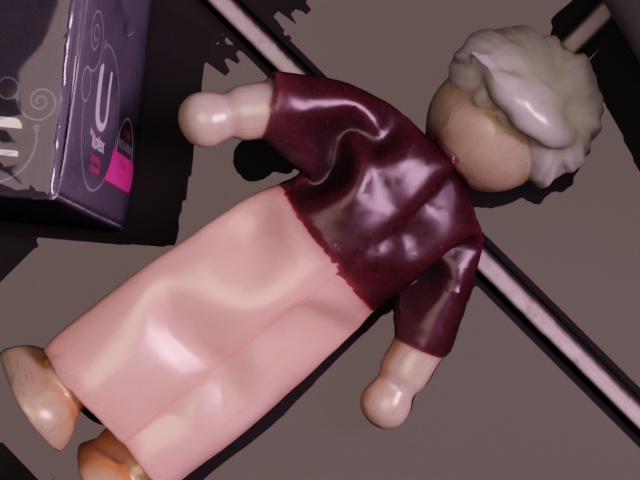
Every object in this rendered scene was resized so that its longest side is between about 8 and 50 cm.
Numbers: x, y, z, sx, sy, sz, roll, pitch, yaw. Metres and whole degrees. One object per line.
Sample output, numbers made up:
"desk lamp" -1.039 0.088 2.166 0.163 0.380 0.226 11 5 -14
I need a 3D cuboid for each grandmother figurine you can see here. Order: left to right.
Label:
"grandmother figurine" 0.000 0.000 0.825 0.342 0.104 0.208 -35 119 -2

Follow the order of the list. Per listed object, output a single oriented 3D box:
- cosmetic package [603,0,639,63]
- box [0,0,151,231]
"cosmetic package" 0.240 -0.124 0.768 0.151 0.183 0.151 -29 83 3
"box" -0.240 -0.091 0.816 0.270 0.165 0.143 5 86 6
